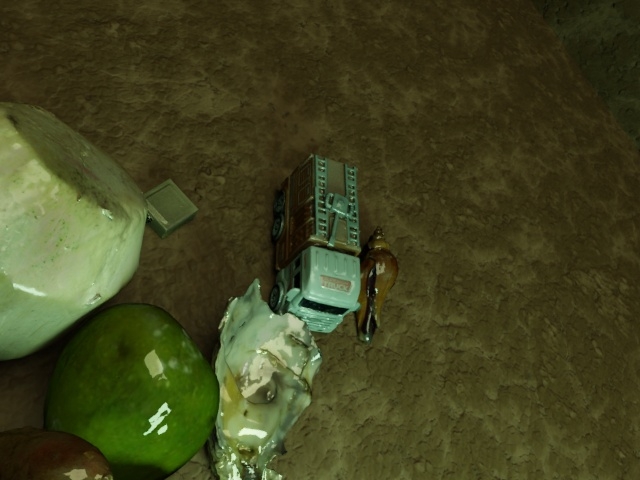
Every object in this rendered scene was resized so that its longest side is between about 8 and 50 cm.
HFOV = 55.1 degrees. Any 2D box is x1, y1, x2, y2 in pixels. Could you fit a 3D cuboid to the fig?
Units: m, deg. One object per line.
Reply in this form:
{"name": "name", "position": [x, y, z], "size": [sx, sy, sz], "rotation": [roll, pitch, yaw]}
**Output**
{"name": "fig", "position": [-0.284, 0.223, 0.805], "size": [0.314, 0.233, 0.233], "rotation": [-30, 76, 5]}

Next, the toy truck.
{"name": "toy truck", "position": [0.000, 0.000, 1.118], "size": [0.136, 0.162, 0.305], "rotation": [14, 56, -23]}

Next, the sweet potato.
{"name": "sweet potato", "position": [-0.394, 0.270, 0.671], "size": [0.386, 0.109, 0.109], "rotation": [-12, 60, 13]}

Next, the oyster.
{"name": "oyster", "position": [-0.102, 0.221, 0.959], "size": [0.271, 0.100, 0.275], "rotation": [-34, 94, -34]}

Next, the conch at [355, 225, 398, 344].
{"name": "conch", "position": [0.104, 0.076, 1.186], "size": [0.086, 0.080, 0.232], "rotation": [25, 53, -5]}

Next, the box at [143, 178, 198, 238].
{"name": "box", "position": [-0.272, -0.055, 1.078], "size": [0.079, 0.035, 0.083], "rotation": [48, 51, 4]}

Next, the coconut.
{"name": "coconut", "position": [-0.413, -0.006, 0.797], "size": [0.353, 0.352, 0.352], "rotation": [14, 56, -22]}
